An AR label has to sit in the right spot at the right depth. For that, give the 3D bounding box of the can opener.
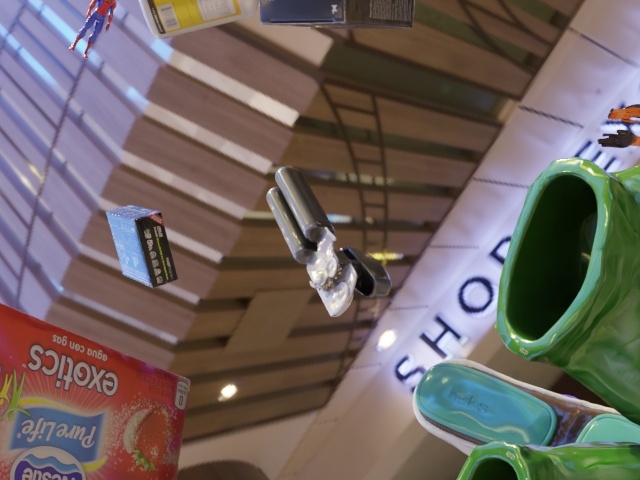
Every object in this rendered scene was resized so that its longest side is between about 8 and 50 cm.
[{"bbox_3d":[0.000,0.000,1.162,0.093,0.280,0.074,8,-58,-33],"label":"can opener"}]

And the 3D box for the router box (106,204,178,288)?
[{"bbox_3d":[-0.233,0.006,1.104,0.038,0.122,0.092,-19,-74,-28],"label":"router box"}]

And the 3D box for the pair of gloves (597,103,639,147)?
[{"bbox_3d":[0.445,-0.166,1.233,0.074,0.010,0.083,-1,-40,-9],"label":"pair of gloves"}]

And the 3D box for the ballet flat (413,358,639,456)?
[{"bbox_3d":[0.286,0.250,0.958,0.139,0.400,0.139,-23,-57,-41],"label":"ballet flat"}]

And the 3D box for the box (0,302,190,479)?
[{"bbox_3d":[-0.213,0.121,0.551,0.257,0.128,0.123,39,-129,-54],"label":"box"}]

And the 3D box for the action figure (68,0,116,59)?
[{"bbox_3d":[-0.326,-0.322,1.237,0.038,0.030,0.115,27,-91,-30],"label":"action figure"}]

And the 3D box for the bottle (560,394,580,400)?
[{"bbox_3d":[0.373,0.341,1.150,0.118,0.092,0.283,-37,-70,0],"label":"bottle"}]

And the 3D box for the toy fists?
[{"bbox_3d":[0.162,0.097,0.439,0.142,0.096,0.279,15,-95,-24],"label":"toy fists"}]

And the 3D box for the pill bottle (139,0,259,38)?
[{"bbox_3d":[-0.144,-0.336,1.119,0.184,0.103,0.103,-14,-34,1],"label":"pill bottle"}]

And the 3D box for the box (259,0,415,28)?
[{"bbox_3d":[0.029,-0.374,1.267,0.207,0.153,0.108,-17,-68,-56],"label":"box"}]
